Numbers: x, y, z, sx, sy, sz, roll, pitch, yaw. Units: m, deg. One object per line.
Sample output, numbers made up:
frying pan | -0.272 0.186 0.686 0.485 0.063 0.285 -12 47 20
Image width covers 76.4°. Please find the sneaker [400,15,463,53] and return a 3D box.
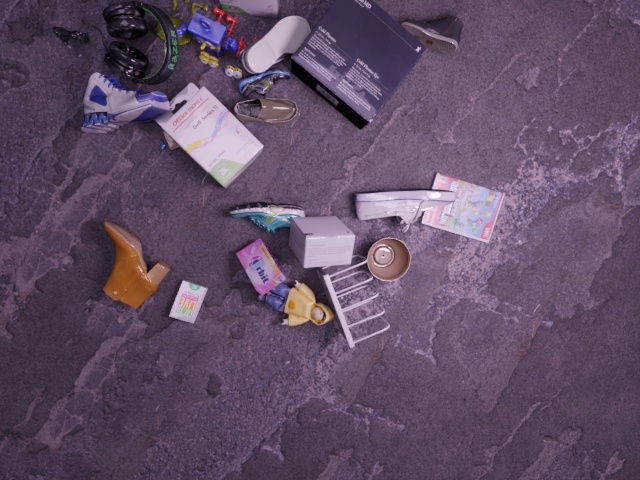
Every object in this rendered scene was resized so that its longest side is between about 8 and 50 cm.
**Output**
sneaker | 0.403 -0.769 1.480 0.222 0.083 0.118 21 76 0

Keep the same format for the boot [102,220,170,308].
boot | -0.717 0.094 1.461 0.295 0.104 0.211 44 91 -12

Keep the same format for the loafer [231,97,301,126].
loafer | -0.195 -0.458 1.449 0.252 0.087 0.094 -6 97 -4

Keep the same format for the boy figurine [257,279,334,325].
boy figurine | -0.090 0.243 1.506 0.286 0.092 0.177 25 95 11

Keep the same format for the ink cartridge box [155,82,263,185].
ink cartridge box | -0.396 -0.378 1.419 0.353 0.119 0.207 44 86 -8

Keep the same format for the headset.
headset | -0.656 -0.650 1.324 0.395 0.185 0.243 16 111 17

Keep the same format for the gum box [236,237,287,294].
gum box | -0.218 0.090 1.481 0.107 0.062 0.188 -34 62 -2

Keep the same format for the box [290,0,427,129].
box | 0.123 -0.623 1.411 0.343 0.179 0.312 38 93 -8

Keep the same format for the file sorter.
file sorter | 0.121 0.212 1.503 0.173 0.193 0.277 -21 98 -5

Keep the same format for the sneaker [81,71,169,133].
sneaker | -0.684 -0.484 1.364 0.316 0.127 0.182 -10 93 15

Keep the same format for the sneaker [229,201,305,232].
sneaker | -0.195 -0.080 1.489 0.276 0.107 0.109 5 105 -5

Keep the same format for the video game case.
video game case | 0.552 -0.125 1.582 0.286 0.025 0.203 16 95 -7

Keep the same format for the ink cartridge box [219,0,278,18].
ink cartridge box | -0.234 -0.842 1.306 0.202 0.278 0.116 6 96 -5

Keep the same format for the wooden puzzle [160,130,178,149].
wooden puzzle | -0.522 -0.371 1.468 0.117 0.014 0.078 -15 93 -8

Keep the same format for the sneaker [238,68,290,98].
sneaker | -0.198 -0.562 1.457 0.188 0.067 0.078 -21 119 -4

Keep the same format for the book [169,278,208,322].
book | -0.497 0.230 1.534 0.097 0.035 0.144 21 93 -11

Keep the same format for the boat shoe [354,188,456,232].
boat shoe | 0.313 -0.109 1.507 0.368 0.136 0.156 -3 102 2

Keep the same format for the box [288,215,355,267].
box | 0.000 0.000 1.440 0.181 0.182 0.118 -3 117 -21

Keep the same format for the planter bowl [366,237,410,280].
planter bowl | 0.247 0.064 1.535 0.162 0.109 0.161 0 96 -4

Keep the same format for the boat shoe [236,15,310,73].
boat shoe | -0.160 -0.671 1.394 0.319 0.099 0.116 -48 128 -27

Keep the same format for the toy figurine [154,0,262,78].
toy figurine | -0.379 -0.711 1.340 0.363 0.217 0.191 26 94 -8
